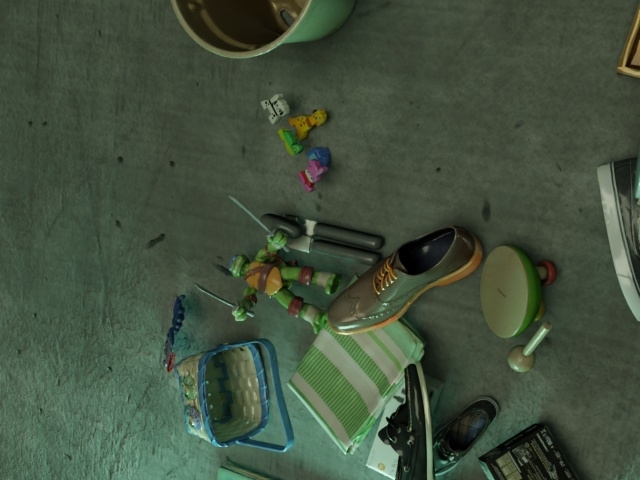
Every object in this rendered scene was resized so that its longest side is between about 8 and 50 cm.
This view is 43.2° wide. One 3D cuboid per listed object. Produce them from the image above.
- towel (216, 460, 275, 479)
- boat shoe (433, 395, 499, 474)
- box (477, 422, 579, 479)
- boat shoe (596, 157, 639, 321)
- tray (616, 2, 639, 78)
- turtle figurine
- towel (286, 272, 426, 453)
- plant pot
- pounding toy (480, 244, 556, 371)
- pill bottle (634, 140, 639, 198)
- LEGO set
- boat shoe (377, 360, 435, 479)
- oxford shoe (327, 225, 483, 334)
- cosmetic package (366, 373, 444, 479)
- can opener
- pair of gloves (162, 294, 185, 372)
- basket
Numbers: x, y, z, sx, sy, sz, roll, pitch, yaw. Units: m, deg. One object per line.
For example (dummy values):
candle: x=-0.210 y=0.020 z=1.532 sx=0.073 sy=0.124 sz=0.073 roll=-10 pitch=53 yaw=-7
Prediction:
towel: x=-0.097 y=0.717 z=1.967 sx=0.370 sy=0.040 sz=0.271 roll=13 pitch=104 yaw=22
boat shoe: x=0.289 y=0.423 z=1.707 sx=0.080 sy=0.076 sz=0.228 roll=47 pitch=114 yaw=13
box: x=0.427 y=0.481 z=1.612 sx=0.147 sy=0.077 sz=0.180 roll=-31 pitch=83 yaw=-6
boat shoe: x=0.592 y=-0.004 z=1.484 sx=0.102 sy=0.108 sz=0.301 roll=-13 pitch=85 yaw=29
tray: x=0.682 y=-0.462 z=1.385 sx=0.203 sy=0.076 sz=0.410 roll=22 pitch=107 yaw=22
turtle figurine: x=-0.109 y=0.088 z=1.745 sx=0.266 sy=0.274 sz=0.197 roll=20 pitch=63 yaw=17
towel: x=0.072 y=0.275 z=1.781 sx=0.248 sy=0.038 sz=0.324 roll=45 pitch=115 yaw=33
plant pot: x=-0.085 y=-0.526 z=1.625 sx=0.334 sy=0.305 sz=0.333 roll=4 pitch=99 yaw=25
pounding toy: x=0.411 y=0.120 z=1.577 sx=0.183 sy=0.110 sz=0.236 roll=110 pitch=154 yaw=-48
pill bottle: x=0.717 y=-0.134 z=1.318 sx=0.363 sy=0.210 sz=0.210 roll=8 pitch=101 yaw=18
LEGO set: x=-0.026 y=-0.231 z=1.759 sx=0.093 sy=0.087 sz=0.227 roll=-33 pitch=82 yaw=42
boat shoe: x=0.176 y=0.413 z=1.667 sx=0.113 sy=0.127 sz=0.340 roll=-4 pitch=109 yaw=5
oxford shoe: x=0.149 y=0.072 z=1.660 sx=0.364 sy=0.133 sz=0.130 roll=-34 pitch=58 yaw=15
cosmetic package: x=0.183 y=0.403 z=1.766 sx=0.099 sy=0.060 sz=0.239 roll=22 pitch=106 yaw=23
can opener: x=0.000 y=0.000 z=1.787 sx=0.280 sy=0.093 sz=0.074 roll=13 pitch=102 yaw=19
pair of gloves: x=-0.356 y=0.221 z=1.971 sx=0.023 sy=0.159 sz=0.198 roll=11 pitch=99 yaw=-16
basket: x=-0.192 y=0.358 z=1.866 sx=0.289 sy=0.201 sz=0.254 roll=-10 pitch=92 yaw=37
